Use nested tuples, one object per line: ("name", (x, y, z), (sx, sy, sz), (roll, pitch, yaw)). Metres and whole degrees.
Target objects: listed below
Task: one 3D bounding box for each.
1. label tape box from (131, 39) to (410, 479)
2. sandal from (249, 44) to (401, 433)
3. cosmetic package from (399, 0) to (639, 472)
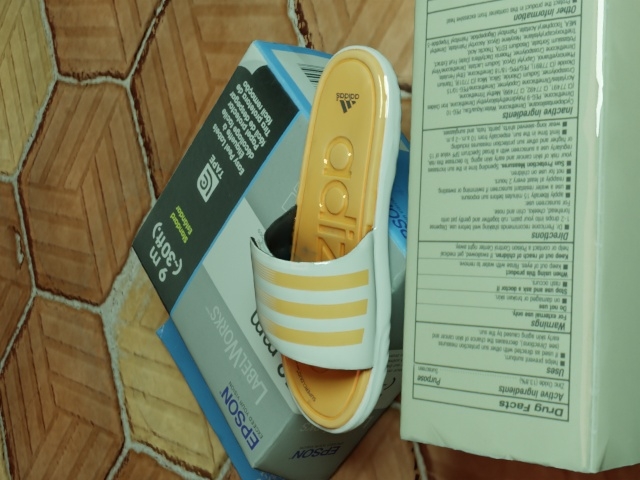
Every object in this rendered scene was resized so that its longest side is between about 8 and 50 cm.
("label tape box", (-0.045, 0.050, 0.933), (0.348, 0.115, 0.249), (-53, 53, 28))
("sandal", (-0.007, -0.002, 0.763), (0.102, 0.076, 0.265), (7, 95, 45))
("cosmetic package", (0.148, -0.014, 0.722), (0.153, 0.129, 0.296), (3, 89, 45))
